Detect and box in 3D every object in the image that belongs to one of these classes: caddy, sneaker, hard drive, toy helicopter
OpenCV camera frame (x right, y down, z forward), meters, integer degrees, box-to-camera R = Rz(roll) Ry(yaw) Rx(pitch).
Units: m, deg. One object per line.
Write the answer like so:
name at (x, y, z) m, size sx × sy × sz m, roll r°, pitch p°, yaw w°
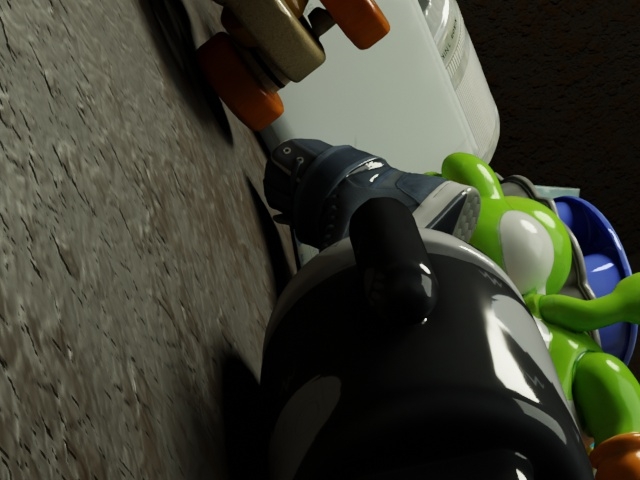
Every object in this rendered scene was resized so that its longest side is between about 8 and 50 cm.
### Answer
caddy at (0.285, 0.107, 1.931) m, size 0.241 × 0.179 × 0.341 m, roll -122°, pitch -149°, yaw -41°
sneaker at (0.000, 0.001, 1.195) m, size 0.226 × 0.163 × 0.086 m, roll -39°, pitch 144°, yaw -44°
hard drive at (0.035, -0.132, 1.465) m, size 0.040 × 0.203 × 0.307 m, roll 25°, pitch -27°, yaw 42°
toy helicopter at (-0.106, -0.270, 1.206) m, size 0.355 × 0.140 × 0.235 m, roll 59°, pitch 11°, yaw 28°

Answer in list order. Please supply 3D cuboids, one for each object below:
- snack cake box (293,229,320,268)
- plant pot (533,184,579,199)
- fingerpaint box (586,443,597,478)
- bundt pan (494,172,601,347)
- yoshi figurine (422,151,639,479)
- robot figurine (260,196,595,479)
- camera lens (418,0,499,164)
snack cake box at (0.068, 0.096, 1.375) m, size 0.152 × 0.089 × 0.264 m, roll -105°, pitch 170°, yaw -60°
plant pot at (0.211, 0.014, 2.155) m, size 0.293 × 0.293 × 0.196 m, roll -24°, pitch 117°, yaw -84°
fingerpaint box at (0.386, 0.452, 1.759) m, size 0.371 × 0.163 × 0.445 m, roll -104°, pitch -168°, yaw -55°
bundt pan at (0.183, 0.091, 1.772) m, size 0.331 × 0.124 × 0.331 m, roll 171°, pitch -90°, yaw -68°
yoshi figurine at (0.204, 0.087, 1.375) m, size 0.203 × 0.203 × 0.362 m, roll 95°, pitch -25°, yaw -66°
robot figurine at (0.056, 0.107, 0.849) m, size 0.173 × 0.209 × 0.278 m, roll 24°, pitch 24°, yaw -17°
camera lens at (0.066, -0.171, 1.680) m, size 0.274 × 0.219 × 0.219 m, roll 59°, pitch 10°, yaw -51°
